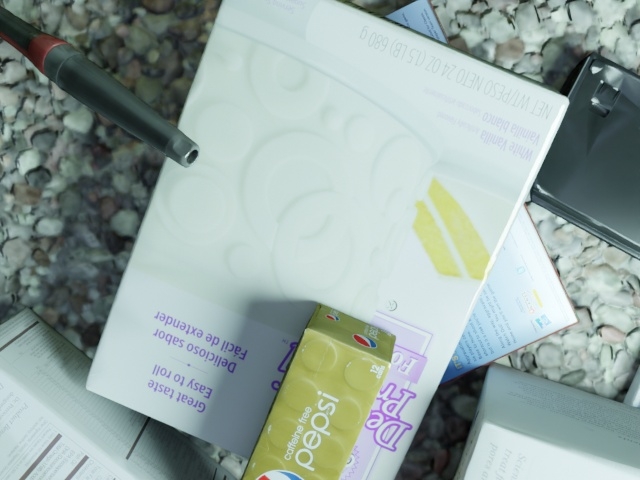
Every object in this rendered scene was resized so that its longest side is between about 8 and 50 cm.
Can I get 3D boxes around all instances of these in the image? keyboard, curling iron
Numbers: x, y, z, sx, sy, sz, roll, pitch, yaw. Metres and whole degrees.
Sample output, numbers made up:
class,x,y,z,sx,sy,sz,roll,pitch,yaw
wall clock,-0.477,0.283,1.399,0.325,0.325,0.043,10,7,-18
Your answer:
class,x,y,z,sx,sy,sz,roll,pitch,yaw
keyboard,0.330,-0.052,0.730,0.317,0.033,0.201,28,91,-2
curling iron,-0.191,-0.115,0.687,0.274,0.035,0.068,27,106,23

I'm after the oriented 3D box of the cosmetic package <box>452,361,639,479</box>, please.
class,x,y,z,sx,sy,sz,roll,pitch,yaw
cosmetic package,0.169,0.197,0.694,0.151,0.184,0.151,18,98,10

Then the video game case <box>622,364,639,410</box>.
class,x,y,z,sx,sy,sz,roll,pitch,yaw
video game case,0.357,0.103,0.769,0.183,0.023,0.201,20,98,-2

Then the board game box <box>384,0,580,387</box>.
class,x,y,z,sx,sy,sz,roll,pitch,yaw
board game box,0.078,-0.031,0.751,0.145,0.027,0.281,-26,98,5

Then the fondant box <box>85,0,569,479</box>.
class,x,y,z,sx,sy,sz,roll,pitch,yaw
fondant box,0.000,0.000,0.698,0.238,0.096,0.330,23,106,3

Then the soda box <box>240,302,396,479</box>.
class,x,y,z,sx,sy,sz,roll,pitch,yaw
soda box,-0.011,0.138,0.652,0.061,0.058,0.181,23,105,2

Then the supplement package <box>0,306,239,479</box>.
class,x,y,z,sx,sy,sz,roll,pitch,yaw
supplement package,-0.191,0.189,0.733,0.244,0.139,0.134,41,96,-4
